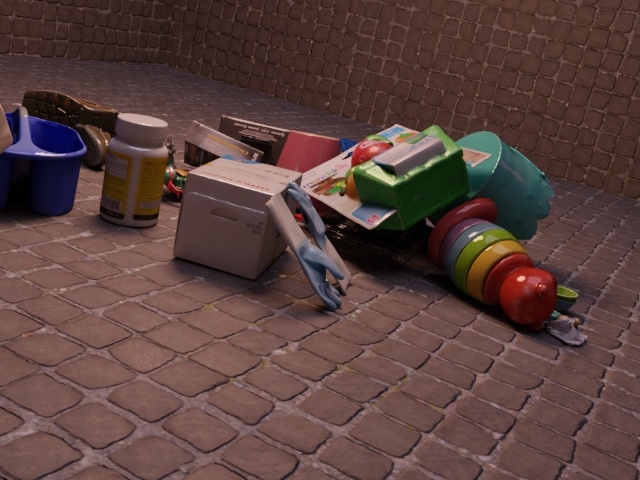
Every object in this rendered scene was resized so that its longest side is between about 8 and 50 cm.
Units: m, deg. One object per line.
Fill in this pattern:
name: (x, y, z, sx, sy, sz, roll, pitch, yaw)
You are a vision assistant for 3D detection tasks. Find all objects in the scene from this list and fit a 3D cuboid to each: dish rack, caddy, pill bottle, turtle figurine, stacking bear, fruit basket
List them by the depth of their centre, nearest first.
stacking bear: (0.356, 0.061, 1.507, 0.164, 0.175, 0.289, -10, 33, -25)
pill bottle: (-0.371, -0.142, 1.521, 0.119, 0.208, 0.119, 12, 17, -4)
caddy: (-0.607, -0.179, 1.527, 0.241, 0.179, 0.341, 3, 19, -26)
fruit basket: (0.141, -0.165, 1.667, 0.327, 0.165, 0.353, -29, 37, -18)
dish rack: (0.135, -0.006, 1.703, 0.208, 0.074, 0.271, 18, 19, 21)
turtle figurine: (-0.313, -0.157, 1.782, 0.175, 0.118, 0.234, 37, 9, 22)

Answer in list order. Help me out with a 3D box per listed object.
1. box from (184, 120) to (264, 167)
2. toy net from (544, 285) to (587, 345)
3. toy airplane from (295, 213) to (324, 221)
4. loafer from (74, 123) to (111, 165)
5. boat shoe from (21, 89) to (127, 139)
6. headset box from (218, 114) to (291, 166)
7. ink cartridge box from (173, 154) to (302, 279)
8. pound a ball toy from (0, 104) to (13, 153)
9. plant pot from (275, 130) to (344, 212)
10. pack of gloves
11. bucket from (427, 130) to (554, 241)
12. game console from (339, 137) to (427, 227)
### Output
box: (-0.243, -0.205, 1.871, 0.183, 0.056, 0.231, 25, -11, -6)
toy net: (0.462, 0.140, 1.501, 0.122, 0.045, 0.232, 14, 17, 2)
toy airplane: (-0.068, -0.064, 1.807, 0.151, 0.028, 0.151, 12, 8, -2)
loafer: (-0.570, -0.252, 1.939, 0.087, 0.094, 0.251, -1, 21, -27)
boat shoe: (-0.675, -0.342, 2.146, 0.324, 0.122, 0.120, 16, 10, -17)
headset box: (-0.168, -0.255, 2.092, 0.218, 0.110, 0.293, 13, 0, 0)
ink cartridge box: (-0.154, -0.052, 1.458, 0.171, 0.168, 0.232, 15, 17, 8)
pound a ball toy: (-0.626, -0.096, 1.220, 0.208, 0.135, 0.319, 21, 50, 14)
plant pot: (-0.029, -0.176, 1.898, 0.201, 0.180, 0.201, 11, 8, -2)
pack of gloves: (0.000, 0.000, 1.353, 0.046, 0.232, 0.195, -25, 12, 20)
bucket: (0.370, -0.104, 1.748, 0.183, 0.281, 0.281, 40, 4, -26)
game console: (0.161, -0.142, 1.975, 0.173, 0.250, 0.293, -11, 17, 3)
